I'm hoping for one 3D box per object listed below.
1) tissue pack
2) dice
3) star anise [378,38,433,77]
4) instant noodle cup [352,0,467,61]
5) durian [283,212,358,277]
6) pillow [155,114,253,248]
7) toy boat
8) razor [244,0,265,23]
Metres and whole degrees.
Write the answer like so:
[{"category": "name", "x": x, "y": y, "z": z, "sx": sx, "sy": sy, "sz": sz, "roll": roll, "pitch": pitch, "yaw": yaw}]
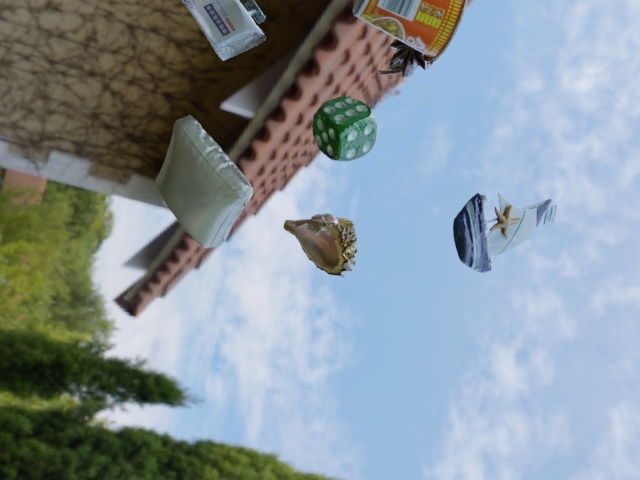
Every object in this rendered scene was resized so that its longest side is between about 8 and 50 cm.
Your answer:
[{"category": "tissue pack", "x": -0.217, "y": -0.494, "z": 1.861, "sx": 0.123, "sy": 0.193, "sz": 0.026, "roll": -23, "pitch": -146, "yaw": 20}, {"category": "dice", "x": 0.062, "y": -0.286, "z": 2.166, "sx": 0.131, "sy": 0.128, "sz": 0.120, "roll": 44, "pitch": -33, "yaw": 38}, {"category": "star anise", "x": 0.286, "y": -0.597, "z": 2.640, "sx": 0.262, "sy": 0.081, "sz": 0.230, "roll": -49, "pitch": -130, "yaw": 37}, {"category": "instant noodle cup", "x": 0.191, "y": -0.521, "z": 1.887, "sx": 0.193, "sy": 0.212, "sz": 0.193, "roll": -161, "pitch": -90, "yaw": -78}, {"category": "durian", "x": 0.007, "y": -0.011, "z": 1.678, "sx": 0.224, "sy": 0.078, "sz": 0.140, "roll": 25, "pitch": -38, "yaw": 47}, {"category": "pillow", "x": -0.292, "y": -0.131, "z": 2.061, "sx": 0.255, "sy": 0.120, "sz": 0.322, "roll": 52, "pitch": -30, "yaw": 7}, {"category": "toy boat", "x": 0.463, "y": -0.040, "z": 2.106, "sx": 0.067, "sy": 0.291, "sz": 0.220, "roll": 35, "pitch": -40, "yaw": 56}, {"category": "razor", "x": -0.207, "y": -0.563, "z": 2.149, "sx": 0.135, "sy": 0.068, "sz": 0.040, "roll": -39, "pitch": -175, "yaw": -36}]
